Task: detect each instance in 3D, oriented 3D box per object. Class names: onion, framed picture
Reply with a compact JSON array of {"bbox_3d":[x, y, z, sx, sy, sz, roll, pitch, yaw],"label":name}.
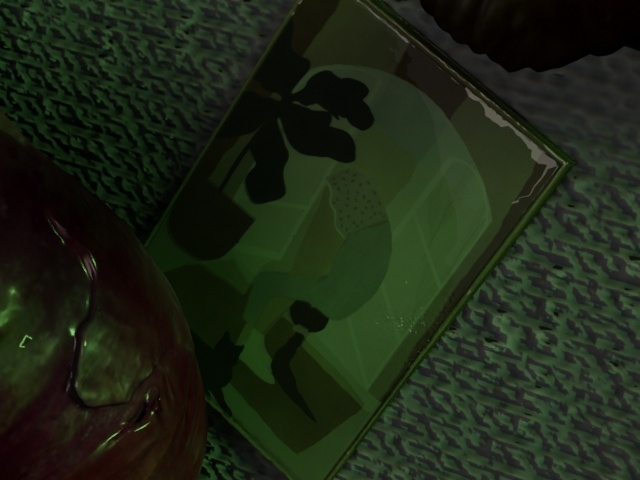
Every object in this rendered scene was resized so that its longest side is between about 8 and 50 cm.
[{"bbox_3d":[-0.225,0.079,0.643,0.348,0.285,0.347,10,142,8],"label":"onion"},{"bbox_3d":[0.000,0.000,0.693,0.136,0.010,0.201,42,118,15],"label":"framed picture"}]

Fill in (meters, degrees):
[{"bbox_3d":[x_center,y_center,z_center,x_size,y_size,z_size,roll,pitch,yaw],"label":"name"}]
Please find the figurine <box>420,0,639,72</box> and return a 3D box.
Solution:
[{"bbox_3d":[0.149,-0.114,0.411,0.168,0.315,0.187,-2,101,29],"label":"figurine"}]
